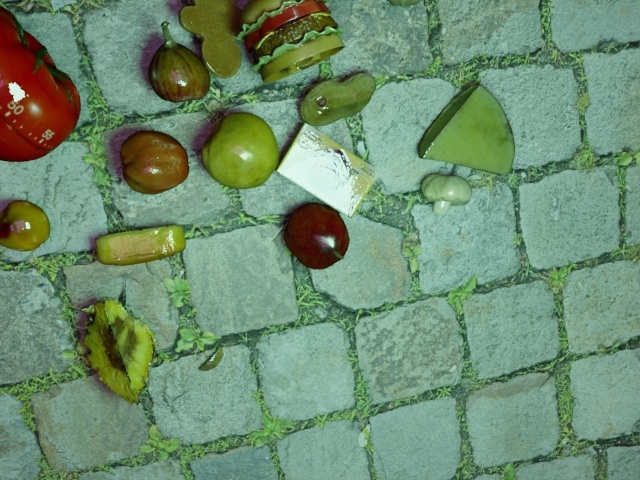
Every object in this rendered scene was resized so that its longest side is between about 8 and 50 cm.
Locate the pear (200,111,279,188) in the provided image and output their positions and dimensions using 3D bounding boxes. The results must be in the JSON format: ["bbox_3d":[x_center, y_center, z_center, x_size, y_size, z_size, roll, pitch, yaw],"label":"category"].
[{"bbox_3d":[-0.211,-0.238,1.551,0.208,0.209,0.209,-2,101,-9],"label":"pear"}]

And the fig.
[{"bbox_3d":[-0.387,-0.450,1.506,0.149,0.148,0.202,-35,113,7],"label":"fig"}]

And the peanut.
[{"bbox_3d":[0.051,-0.403,1.613,0.236,0.110,0.120,-27,86,-6],"label":"peanut"}]

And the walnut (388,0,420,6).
[{"bbox_3d":[0.237,-0.728,1.572,0.140,0.140,0.162,11,87,-11],"label":"walnut"}]

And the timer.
[{"bbox_3d":[-0.762,-0.365,1.344,0.279,0.378,0.378,-37,104,-4],"label":"timer"}]

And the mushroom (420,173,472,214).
[{"bbox_3d":[0.369,-0.136,1.694,0.154,0.154,0.123,13,92,-12],"label":"mushroom"}]

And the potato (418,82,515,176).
[{"bbox_3d":[0.452,-0.281,1.705,0.255,0.112,0.269,38,95,-18],"label":"potato"}]

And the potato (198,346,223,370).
[{"bbox_3d":[-0.325,0.368,1.728,0.093,0.036,0.037,-45,101,0],"label":"potato"}]

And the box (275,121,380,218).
[{"bbox_3d":[0.017,-0.202,1.650,0.265,0.097,0.168,33,93,-13],"label":"box"}]

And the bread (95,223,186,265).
[{"bbox_3d":[-0.502,0.015,1.604,0.245,0.102,0.095,-10,95,-9],"label":"bread"}]

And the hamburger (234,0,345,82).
[{"bbox_3d":[-0.084,-0.553,1.484,0.274,0.274,0.212,-24,100,-5],"label":"hamburger"}]

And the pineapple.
[{"bbox_3d":[-0.577,0.290,1.639,0.161,0.158,0.335,-17,101,34],"label":"pineapple"}]

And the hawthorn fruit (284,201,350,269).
[{"bbox_3d":[0.000,0.000,1.626,0.189,0.251,0.190,-13,128,-18],"label":"hawthorn fruit"}]

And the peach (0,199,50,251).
[{"bbox_3d":[-0.796,-0.034,1.531,0.138,0.138,0.138,-2,101,-9],"label":"peach"}]

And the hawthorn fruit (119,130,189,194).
[{"bbox_3d":[-0.445,-0.207,1.535,0.189,0.189,0.189,-2,101,-9],"label":"hawthorn fruit"}]

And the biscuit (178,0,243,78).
[{"bbox_3d":[-0.286,-0.598,1.510,0.216,0.047,0.340,-19,104,-38],"label":"biscuit"}]
